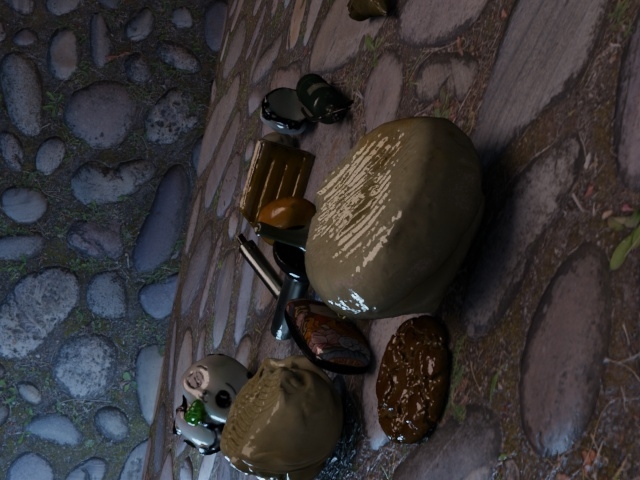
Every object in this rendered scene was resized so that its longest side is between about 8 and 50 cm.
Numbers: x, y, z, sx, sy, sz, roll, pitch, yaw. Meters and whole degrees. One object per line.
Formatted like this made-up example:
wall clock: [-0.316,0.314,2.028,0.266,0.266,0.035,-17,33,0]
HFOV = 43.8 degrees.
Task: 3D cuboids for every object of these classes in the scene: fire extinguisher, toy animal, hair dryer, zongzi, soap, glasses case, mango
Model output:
fire extinguisher: [0.008,-0.359,2.081,0.118,0.093,0.294,-32,27,1]
toy animal: [-0.091,-0.366,2.300,0.138,0.165,0.179,-65,5,-8]
hair dryer: [-0.124,0.064,1.941,0.155,0.284,0.320,-36,-16,-40]
zongzi: [0.122,-0.556,1.926,0.160,0.078,0.176,121,147,-56]
soap: [-0.131,-0.140,2.218,0.080,0.160,0.258,-133,60,-70]
glasses case: [0.009,0.193,1.651,0.321,0.122,0.082,-135,56,-68]
mango: [-0.087,-0.050,2.069,0.252,0.153,0.126,125,148,-76]
toy animal: [-0.305,0.457,2.248,0.213,0.212,0.267,-105,27,-54]

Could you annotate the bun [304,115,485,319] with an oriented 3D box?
bun: [0.134,-0.022,1.300,0.365,0.219,0.365,-45,27,31]

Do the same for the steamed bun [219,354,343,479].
steamed bun: [-0.058,0.374,1.619,0.289,0.203,0.276,-47,18,36]

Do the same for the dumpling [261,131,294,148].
dumpling: [-0.135,-0.258,2.399,0.199,0.118,0.136,-45,-41,-73]

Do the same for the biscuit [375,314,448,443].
biscuit: [0.151,0.234,1.347,0.226,0.042,0.226,-165,90,-71]

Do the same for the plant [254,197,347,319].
plant: [0.024,0.032,1.633,0.306,0.296,0.261,32,140,54]
